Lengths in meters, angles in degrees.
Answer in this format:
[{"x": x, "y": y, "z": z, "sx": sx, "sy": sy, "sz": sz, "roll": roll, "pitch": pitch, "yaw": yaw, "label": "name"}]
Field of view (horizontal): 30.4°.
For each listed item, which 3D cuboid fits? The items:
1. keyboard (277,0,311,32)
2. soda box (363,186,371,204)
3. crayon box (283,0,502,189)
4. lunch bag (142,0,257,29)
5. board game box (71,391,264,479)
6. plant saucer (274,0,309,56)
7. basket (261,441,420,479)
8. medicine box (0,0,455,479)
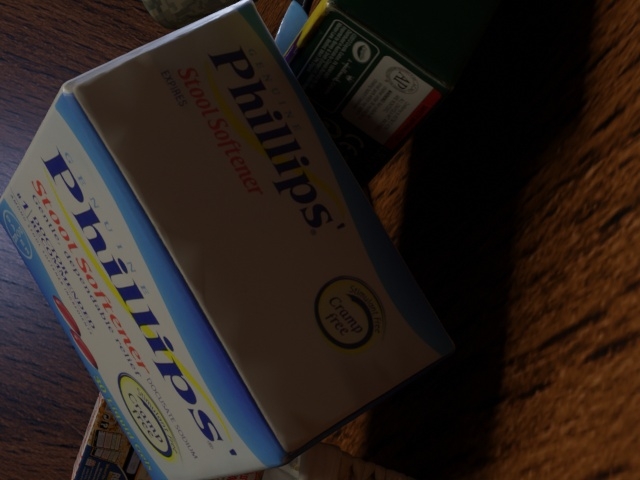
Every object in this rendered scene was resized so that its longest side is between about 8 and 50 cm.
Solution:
[{"x": -0.049, "y": -0.335, "z": 1.917, "sx": 0.180, "sy": 0.023, "sz": 0.108, "roll": -71, "pitch": 20, "yaw": 5, "label": "keyboard"}, {"x": 0.000, "y": 0.000, "z": 1.155, "sx": 0.263, "sy": 0.084, "sz": 0.092, "roll": -99, "pitch": 29, "yaw": -61, "label": "soda box"}, {"x": 0.053, "y": -0.170, "z": 0.931, "sx": 0.313, "sy": 0.106, "sz": 0.363, "roll": -59, "pitch": 6, "yaw": -28, "label": "crayon box"}, {"x": -0.039, "y": -0.338, "z": 1.108, "sx": 0.305, "sy": 0.256, "sz": 0.212, "roll": -51, "pitch": -59, "yaw": -70, "label": "lunch bag"}, {"x": -0.155, "y": 0.224, "z": 1.266, "sx": 0.045, "sy": 0.194, "sz": 0.146, "roll": -99, "pitch": 30, "yaw": -63, "label": "board game box"}, {"x": -0.068, "y": -0.175, "z": 1.634, "sx": 0.317, "sy": 0.044, "sz": 0.317, "roll": -162, "pitch": 90, "yaw": -88, "label": "plant saucer"}, {"x": 0.007, "y": 0.230, "z": 0.792, "sx": 0.113, "sy": 0.103, "sz": 0.167, "roll": 138, "pitch": 146, "yaw": -65, "label": "basket"}, {"x": -0.085, "y": 0.021, "z": 0.835, "sx": 0.149, "sy": 0.263, "sz": 0.289, "roll": -30, "pitch": -1, "yaw": -26, "label": "medicine box"}]
